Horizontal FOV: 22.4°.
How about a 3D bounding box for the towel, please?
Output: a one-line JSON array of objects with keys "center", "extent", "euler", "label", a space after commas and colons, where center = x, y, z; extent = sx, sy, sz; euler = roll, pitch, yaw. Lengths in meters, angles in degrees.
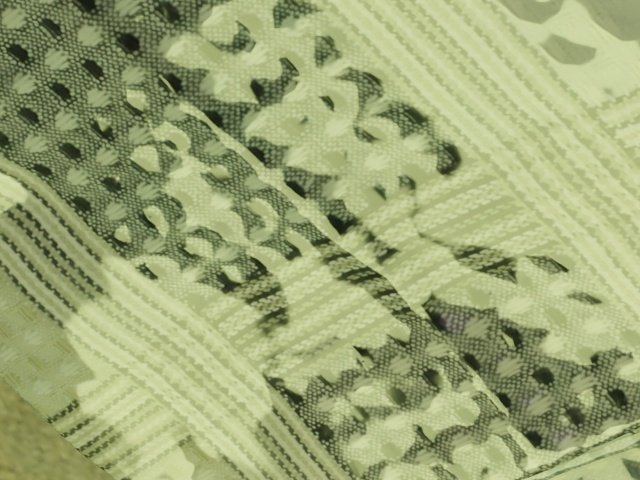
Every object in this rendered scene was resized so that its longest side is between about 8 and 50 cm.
[{"center": [0.000, 0.000, 0.509], "extent": [0.312, 0.056, 0.324], "euler": [-29, 118, 32], "label": "towel"}]
